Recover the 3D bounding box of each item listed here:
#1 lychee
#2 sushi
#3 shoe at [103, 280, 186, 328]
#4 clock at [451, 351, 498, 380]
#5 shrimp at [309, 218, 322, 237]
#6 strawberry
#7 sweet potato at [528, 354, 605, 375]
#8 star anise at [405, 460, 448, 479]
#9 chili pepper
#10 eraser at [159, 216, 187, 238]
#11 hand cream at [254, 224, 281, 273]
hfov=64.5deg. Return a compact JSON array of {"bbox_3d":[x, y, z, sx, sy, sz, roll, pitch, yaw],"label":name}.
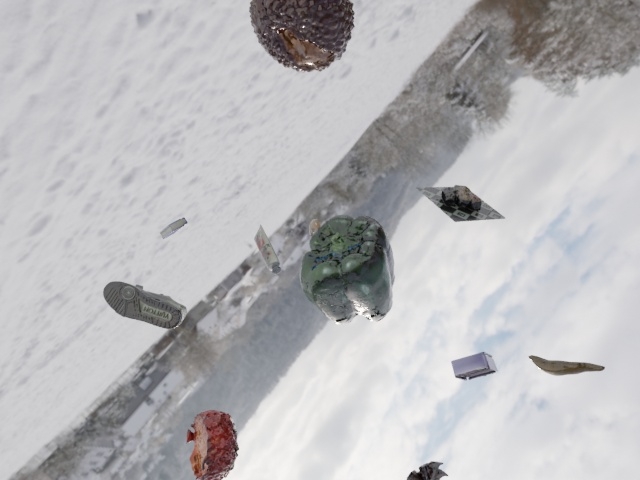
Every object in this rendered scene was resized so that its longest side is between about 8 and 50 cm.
[{"bbox_3d":[-0.025,-0.397,0.885,0.188,0.188,0.188,-50,179,-2],"label":"lychee"},{"bbox_3d":[0.473,-0.145,1.692,0.219,0.231,0.047,-4,125,-25],"label":"sushi"},{"bbox_3d":[-0.608,0.228,1.793,0.149,0.292,0.109,41,71,-84],"label":"shoe"},{"bbox_3d":[0.620,0.509,2.045,0.144,0.073,0.193,-22,154,21],"label":"clock"},{"bbox_3d":[0.000,0.000,1.743,0.047,0.126,0.223,-25,167,-6],"label":"shrimp"},{"bbox_3d":[-0.213,0.412,1.016,0.145,0.086,0.145,-32,-129,50],"label":"strawberry"},{"bbox_3d":[0.864,0.448,1.787,0.069,0.249,0.060,-46,133,-61],"label":"sweet potato"},{"bbox_3d":[0.378,0.884,1.891,0.061,0.180,0.205,-115,-153,-49],"label":"star anise"},{"bbox_3d":[0.082,0.084,1.302,0.249,0.233,0.257,-61,140,-32],"label":"chili pepper"},{"bbox_3d":[-0.470,-0.040,1.624,0.063,0.027,0.084,-37,-173,-41],"label":"eraser"},{"bbox_3d":[-0.212,0.038,1.998,0.050,0.234,0.080,6,127,-36],"label":"hand cream"}]
